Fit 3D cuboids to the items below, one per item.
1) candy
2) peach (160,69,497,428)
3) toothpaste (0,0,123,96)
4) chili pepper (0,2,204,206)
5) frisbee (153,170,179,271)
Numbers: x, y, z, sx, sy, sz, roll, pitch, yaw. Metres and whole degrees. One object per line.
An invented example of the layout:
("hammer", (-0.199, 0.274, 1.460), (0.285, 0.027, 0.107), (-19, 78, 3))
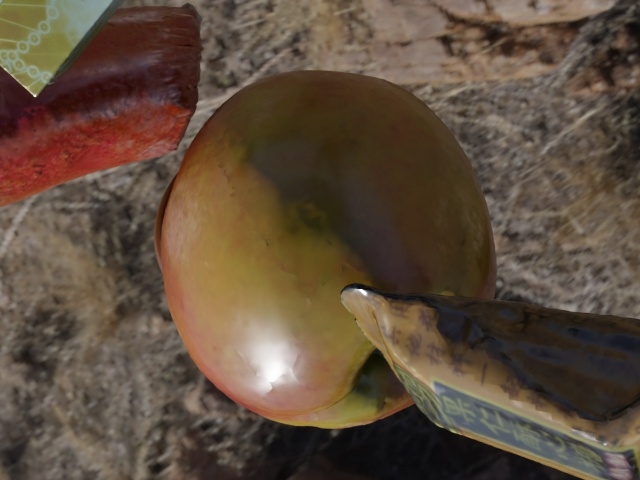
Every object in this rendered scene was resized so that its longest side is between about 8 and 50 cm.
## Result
("candy", (0.144, 0.099, 0.982), (0.271, 0.101, 0.143), (13, 145, 31))
("peach", (0.000, 0.000, 1.265), (0.332, 0.308, 0.308), (56, 131, 32))
("toothpaste", (-0.104, -0.225, 0.838), (0.089, 0.071, 0.313), (43, 117, -5))
("chili pepper", (-0.291, -0.151, 1.639), (0.251, 0.305, 0.229), (117, 140, -57))
("frisbee", (-0.065, -0.027, 1.532), (0.251, 0.251, 0.021), (21, 159, 27))
